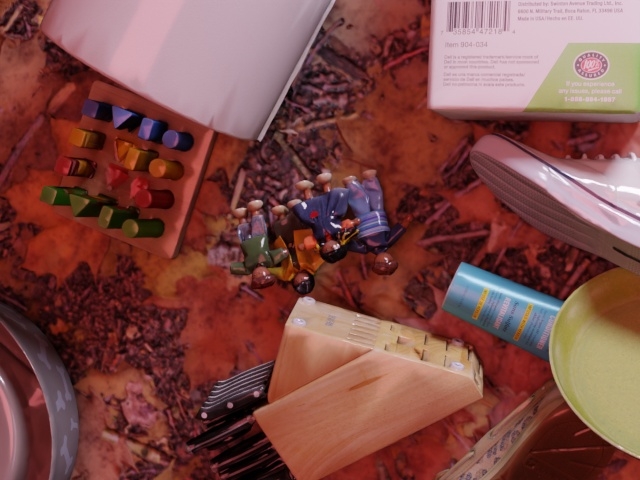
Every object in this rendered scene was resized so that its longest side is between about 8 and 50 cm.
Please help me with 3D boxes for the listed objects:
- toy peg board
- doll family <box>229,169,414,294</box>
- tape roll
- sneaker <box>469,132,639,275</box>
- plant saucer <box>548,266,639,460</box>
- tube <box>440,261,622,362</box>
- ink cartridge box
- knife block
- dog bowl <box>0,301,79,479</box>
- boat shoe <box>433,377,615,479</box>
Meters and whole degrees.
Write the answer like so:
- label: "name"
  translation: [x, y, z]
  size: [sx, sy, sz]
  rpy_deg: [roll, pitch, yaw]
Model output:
- label: "toy peg board"
  translation: [-0.219, -0.080, 1.163]
  size: [0.161, 0.079, 0.161]
  rpy_deg: [21, 98, 16]
- label: "doll family"
  translation: [0.000, 0.000, 1.096]
  size: [0.193, 0.076, 0.111]
  rpy_deg: [-23, 65, 21]
- label: "tape roll"
  translation: [-0.131, -0.229, 1.046]
  size: [0.246, 0.246, 0.169]
  rpy_deg: [31, 100, 15]
- label: "sneaker"
  translation: [0.269, -0.043, 1.016]
  size: [0.258, 0.094, 0.091]
  rpy_deg: [31, 72, 17]
- label: "plant saucer"
  translation: [0.327, 0.116, 0.950]
  size: [0.241, 0.241, 0.037]
  rpy_deg: [11, 138, 17]
- label: "tube"
  translation: [0.224, 0.086, 1.047]
  size: [0.207, 0.052, 0.080]
  rpy_deg: [23, 111, 9]
- label: "ink cartridge box"
  translation: [0.213, -0.253, 1.004]
  size: [0.198, 0.115, 0.273]
  rpy_deg: [4, 92, 17]
- label: "knife block"
  translation: [0.008, 0.194, 1.087]
  size: [0.275, 0.088, 0.242]
  rpy_deg: [15, 108, 5]
- label: "dog bowl"
  translation: [-0.438, 0.218, 1.226]
  size: [0.349, 0.102, 0.349]
  rpy_deg: [1, 92, 18]
- label: "boat shoe"
  translation: [0.180, 0.247, 1.043]
  size: [0.104, 0.089, 0.285]
  rpy_deg: [37, 113, -12]
